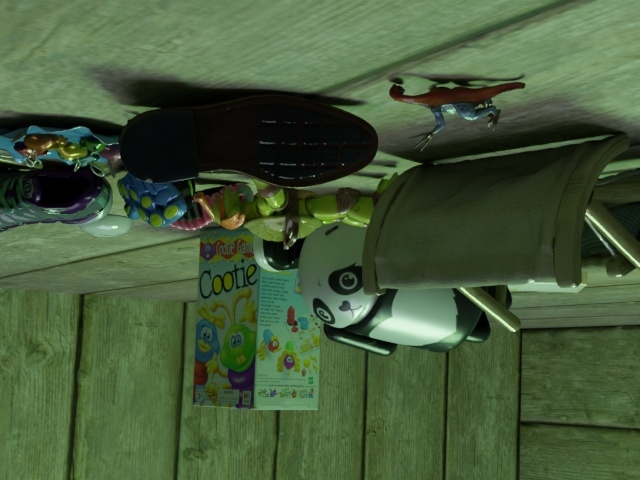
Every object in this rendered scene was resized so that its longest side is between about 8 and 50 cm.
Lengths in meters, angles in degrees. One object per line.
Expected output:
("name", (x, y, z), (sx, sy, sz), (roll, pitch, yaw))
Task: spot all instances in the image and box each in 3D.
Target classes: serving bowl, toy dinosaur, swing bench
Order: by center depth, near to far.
("toy dinosaur", (0.098, -0.114, 0.911), (0.082, 0.047, 0.090), (15, 135, -24))
("swing bench", (0.219, -0.008, 1.169), (0.255, 0.165, 0.253), (16, 166, -42))
("serving bowl", (-0.324, -0.020, 1.751), (0.083, 0.027, 0.083), (2, 174, 0))

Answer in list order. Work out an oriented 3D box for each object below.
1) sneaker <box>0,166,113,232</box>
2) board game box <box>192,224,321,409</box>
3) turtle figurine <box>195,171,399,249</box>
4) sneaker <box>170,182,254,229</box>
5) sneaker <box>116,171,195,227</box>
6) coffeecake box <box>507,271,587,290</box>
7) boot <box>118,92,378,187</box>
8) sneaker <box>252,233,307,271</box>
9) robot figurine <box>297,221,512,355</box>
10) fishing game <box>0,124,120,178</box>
("sneaker", (-0.351, -0.055, 1.323), (0.224, 0.083, 0.098), (-8, 168, -7))
("board game box", (-0.097, 0.122, 1.816), (0.142, 0.275, 0.144), (-4, 171, 43))
("turtle figurine", (-0.024, -0.037, 1.265), (0.217, 0.087, 0.269), (-2, 165, -7))
("sneaker", (-0.142, -0.043, 1.404), (0.119, 0.047, 0.057), (-10, -166, -24))
("sneaker", (-0.172, -0.057, 1.279), (0.078, 0.067, 0.188), (-22, -170, -16))
("coffeecake box", (0.330, 0.044, 1.891), (0.185, 0.068, 0.142), (1, 173, 7))
("boot", (-0.066, -0.093, 1.009), (0.219, 0.082, 0.106), (0, -165, -14))
("sneaker", (0.000, 0.000, 1.658), (0.121, 0.079, 0.217), (-5, 179, 24))
("robot figurine", (0.108, 0.051, 1.520), (0.278, 0.209, 0.173), (15, 176, -22))
("fishing game", (-0.247, -0.086, 1.167), (0.264, 0.041, 0.189), (-2, 174, 28))
